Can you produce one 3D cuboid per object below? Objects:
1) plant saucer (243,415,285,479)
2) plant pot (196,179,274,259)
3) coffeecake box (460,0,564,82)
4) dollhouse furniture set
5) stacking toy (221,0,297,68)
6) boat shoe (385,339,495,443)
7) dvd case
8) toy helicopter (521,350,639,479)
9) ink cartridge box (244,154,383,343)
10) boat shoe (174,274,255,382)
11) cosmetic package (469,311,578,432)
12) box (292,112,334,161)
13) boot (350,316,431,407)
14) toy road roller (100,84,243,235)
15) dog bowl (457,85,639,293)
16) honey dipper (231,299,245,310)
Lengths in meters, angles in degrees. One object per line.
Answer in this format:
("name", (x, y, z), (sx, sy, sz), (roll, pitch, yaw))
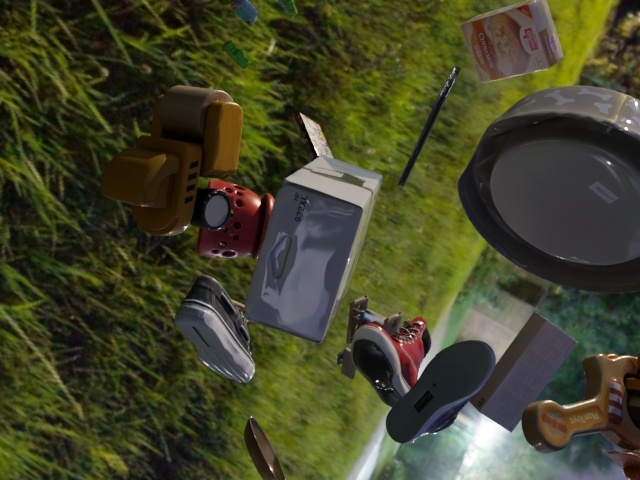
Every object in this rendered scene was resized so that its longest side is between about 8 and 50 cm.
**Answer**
("plant saucer", (-0.060, 0.223, 0.729), (0.015, 0.083, 0.083), (-28, 165, -4))
("plant pot", (-0.210, -0.042, 1.752), (0.191, 0.174, 0.191), (-168, -90, -77))
("coffeecake box", (0.418, -0.437, 1.546), (0.068, 0.142, 0.185), (-36, -159, -31))
("dollhouse furniture set", (0.100, 0.243, 1.814), (0.183, 0.129, 0.129), (-18, 121, -43))
("stacking toy", (-0.167, -0.451, 1.303), (0.167, 0.221, 0.052), (-49, -163, -17))
("boat shoe", (0.163, 0.187, 0.895), (0.083, 0.065, 0.183), (3, 135, -50))
("dvd case", (0.223, -0.235, 1.456), (0.164, 0.018, 0.221), (-58, 173, -51))
("toy helicopter", (0.485, 0.313, 1.205), (0.355, 0.235, 0.140), (-2, 162, -30))
("ink cartridge box", (0.000, 0.000, 1.148), (0.307, 0.129, 0.223), (-52, 160, -73))
("boat shoe", (-0.190, 0.186, 1.430), (0.335, 0.121, 0.119), (79, 29, -57))
("cosmetic package", (0.428, 0.278, 1.494), (0.239, 0.099, 0.060), (-54, -164, 3))
("box", (-0.014, -0.243, 1.748), (0.027, 0.137, 0.094), (-32, 154, 22))
("boot", (0.142, 0.188, 1.340), (0.176, 0.088, 0.244), (-63, 143, -30))
("toy road roller", (-0.323, -0.173, 1.510), (0.240, 0.202, 0.329), (1, 101, -56))
("dog bowl", (0.381, -0.075, 1.039), (0.102, 0.349, 0.349), (-55, 168, -30))
("honey dipper", (-0.162, 0.136, 1.443), (0.030, 0.030, 0.160), (-60, 146, -2))
